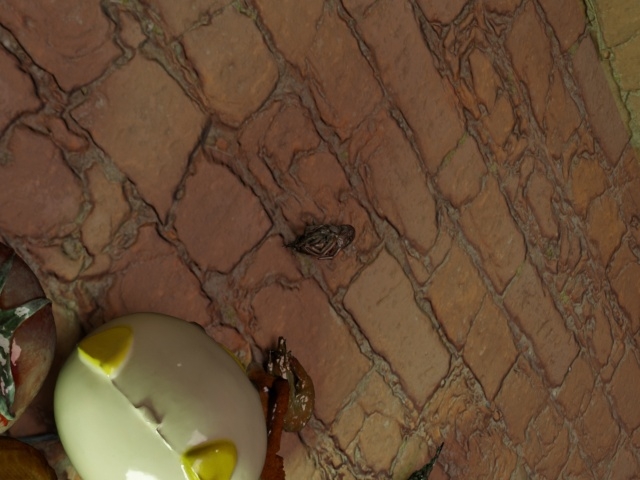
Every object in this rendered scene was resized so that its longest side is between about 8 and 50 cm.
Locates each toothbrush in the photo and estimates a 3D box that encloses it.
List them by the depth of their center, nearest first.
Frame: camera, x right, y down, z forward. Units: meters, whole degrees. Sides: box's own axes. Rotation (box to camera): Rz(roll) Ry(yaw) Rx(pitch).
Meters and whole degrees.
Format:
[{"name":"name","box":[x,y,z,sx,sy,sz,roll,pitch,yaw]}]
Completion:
[{"name":"toothbrush","box":[-0.466,0.330,1.342,0.220,0.016,0.019,0,91,-42]}]

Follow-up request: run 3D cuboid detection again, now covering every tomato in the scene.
[{"name":"tomato","box":[-0.527,0.134,1.090,0.317,0.283,0.316,14,72,-49]}]

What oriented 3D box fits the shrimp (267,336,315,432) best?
[{"name":"shrimp","box":[-0.064,0.302,1.687,0.115,0.051,0.217,-24,108,-46]}]

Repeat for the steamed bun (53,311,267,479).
[{"name":"steamed bun","box":[-0.259,0.294,1.304,0.374,0.334,0.334,44,57,7]}]

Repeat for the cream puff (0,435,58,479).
[{"name":"cream puff","box":[-0.527,0.431,1.152,0.303,0.212,0.303,53,27,-42]}]

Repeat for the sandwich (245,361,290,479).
[{"name":"sandwich","box":[-0.149,0.385,1.553,0.250,0.162,0.301,69,26,-61]}]

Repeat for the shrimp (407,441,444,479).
[{"name":"shrimp","box":[0.228,0.672,1.937,0.372,0.137,0.172,-48,159,-21]}]

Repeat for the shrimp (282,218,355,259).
[{"name":"shrimp","box":[-0.001,0.000,1.715,0.190,0.075,0.073,-6,129,-32]}]
